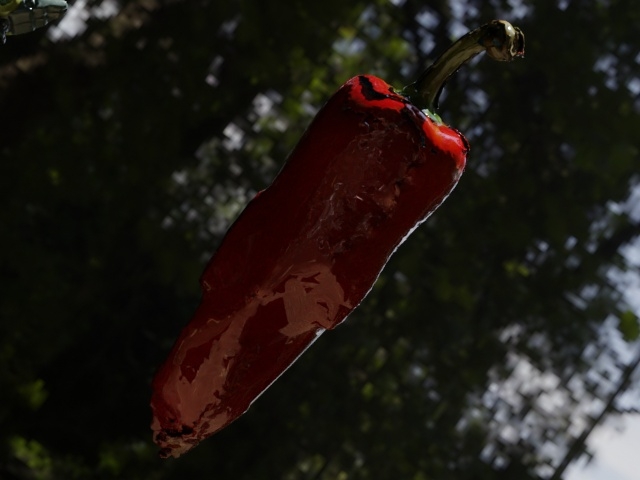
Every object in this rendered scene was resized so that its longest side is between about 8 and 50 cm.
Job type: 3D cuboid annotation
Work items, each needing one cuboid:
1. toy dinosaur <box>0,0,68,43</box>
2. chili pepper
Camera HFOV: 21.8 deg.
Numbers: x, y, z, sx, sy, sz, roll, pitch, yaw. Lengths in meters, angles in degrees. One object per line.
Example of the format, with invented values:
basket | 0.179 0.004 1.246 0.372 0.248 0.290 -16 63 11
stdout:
toy dinosaur | -0.317 -0.160 1.217 0.259 0.153 0.094 2 -21 -5
chili pepper | 0.000 0.000 1.136 0.110 0.387 0.110 36 8 -6
